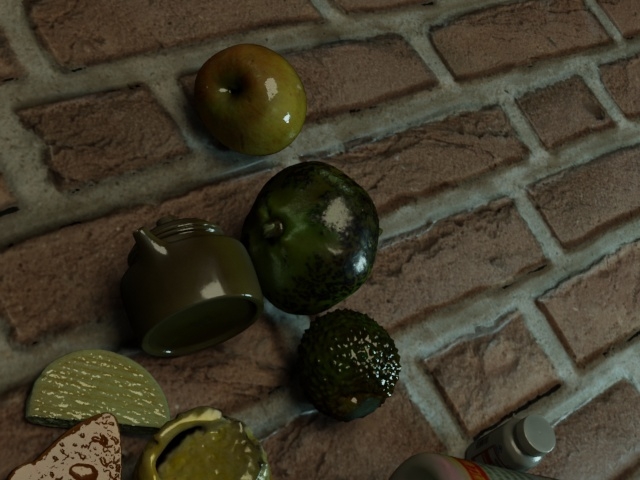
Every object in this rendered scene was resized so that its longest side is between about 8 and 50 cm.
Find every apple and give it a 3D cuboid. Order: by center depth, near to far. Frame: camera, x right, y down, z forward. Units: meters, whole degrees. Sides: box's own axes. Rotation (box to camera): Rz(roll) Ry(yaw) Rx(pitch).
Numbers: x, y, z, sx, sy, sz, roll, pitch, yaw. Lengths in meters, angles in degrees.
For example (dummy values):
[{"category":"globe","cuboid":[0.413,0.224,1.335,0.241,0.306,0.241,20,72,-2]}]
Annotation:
[{"category":"apple","cuboid":[-0.108,-0.223,1.865,0.182,0.182,0.155,63,18,16]}]

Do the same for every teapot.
[{"category":"teapot","cuboid":[-0.183,0.049,1.618,0.267,0.185,0.175,40,27,-64]}]

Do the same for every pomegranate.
[{"category":"pomegranate","cuboid":[-0.013,-0.010,1.779,0.204,0.222,0.276,32,14,-4]}]

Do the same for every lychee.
[{"category":"lychee","cuboid":[0.036,0.174,1.706,0.171,0.171,0.171,18,52,-25]}]

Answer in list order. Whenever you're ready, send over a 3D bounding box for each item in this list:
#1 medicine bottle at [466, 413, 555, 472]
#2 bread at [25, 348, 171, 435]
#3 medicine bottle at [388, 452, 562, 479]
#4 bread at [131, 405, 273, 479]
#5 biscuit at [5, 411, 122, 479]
[{"category":"medicine bottle","cuboid":[0.294,0.323,1.791,0.079,0.140,0.079,19,52,-25]},{"category":"bread","cuboid":[-0.293,0.198,1.533,0.193,0.036,0.112,10,55,-25]},{"category":"medicine bottle","cuboid":[0.285,0.439,1.653,0.388,0.219,0.219,18,52,-26]},{"category":"bread","cuboid":[-0.143,0.309,1.466,0.197,0.170,0.197,5,61,-8]},{"category":"biscuit","cuboid":[-0.315,0.332,1.411,0.183,0.043,0.280,28,52,-13]}]
